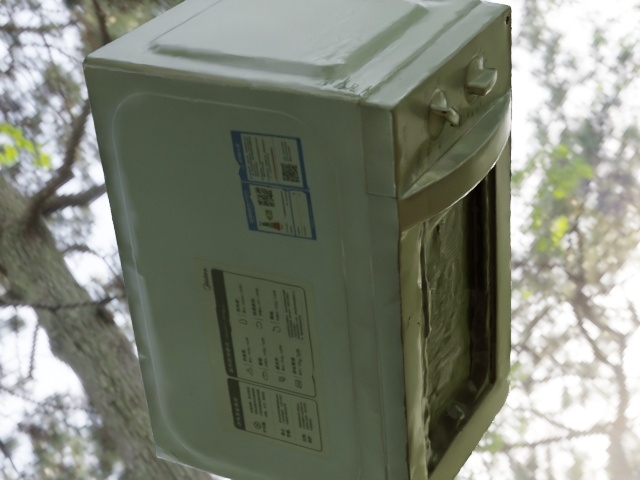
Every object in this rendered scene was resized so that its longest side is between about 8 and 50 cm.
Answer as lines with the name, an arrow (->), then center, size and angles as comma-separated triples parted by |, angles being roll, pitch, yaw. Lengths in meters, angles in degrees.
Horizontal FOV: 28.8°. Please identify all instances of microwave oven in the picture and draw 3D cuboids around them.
microwave oven -> 0.000, 0.000, 0.558 | 0.122, 0.162, 0.208 | -43, -43, -47
